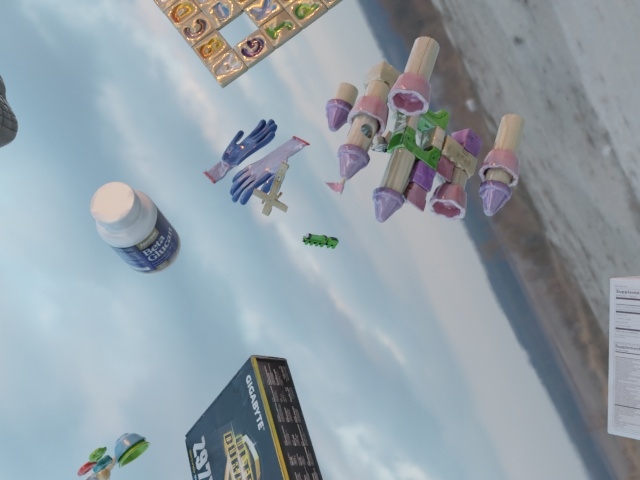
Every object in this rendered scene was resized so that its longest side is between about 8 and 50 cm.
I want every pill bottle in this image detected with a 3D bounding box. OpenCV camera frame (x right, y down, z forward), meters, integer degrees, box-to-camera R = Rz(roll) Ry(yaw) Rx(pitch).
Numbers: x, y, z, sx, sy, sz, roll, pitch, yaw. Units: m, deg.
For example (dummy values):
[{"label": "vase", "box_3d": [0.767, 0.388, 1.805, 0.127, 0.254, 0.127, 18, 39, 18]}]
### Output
[{"label": "pill bottle", "box_3d": [-0.283, -0.020, 1.358, 0.169, 0.094, 0.094, 64, -175, -62]}]

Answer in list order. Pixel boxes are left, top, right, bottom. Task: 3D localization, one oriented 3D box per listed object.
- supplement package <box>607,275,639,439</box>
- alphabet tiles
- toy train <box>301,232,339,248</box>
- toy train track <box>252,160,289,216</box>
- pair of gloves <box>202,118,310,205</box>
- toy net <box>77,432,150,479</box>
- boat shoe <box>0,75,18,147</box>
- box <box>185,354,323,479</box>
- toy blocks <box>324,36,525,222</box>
[{"label": "supplement package", "box_3d": [0.612, 0.192, 1.468, 0.199, 0.198, 0.262, -1, -88, -41]}, {"label": "alphabet tiles", "box_3d": [-0.100, -0.321, 1.122, 0.237, 0.198, 0.009, 52, 179, 29]}, {"label": "toy train", "box_3d": [0.000, 0.000, 1.699, 0.083, 0.023, 0.017, 10, -147, -39]}, {"label": "toy train track", "box_3d": [-0.053, -0.064, 1.084, 0.048, 0.083, 0.014, 30, -139, 5]}, {"label": "pair of gloves", "box_3d": [-0.112, -0.136, 1.508, 0.198, 0.159, 0.023, 35, 163, 52]}, {"label": "toy net", "box_3d": [-0.410, 0.441, 1.691, 0.045, 0.232, 0.122, 48, -138, 14]}, {"label": "boat shoe", "box_3d": [-0.705, -0.267, 1.826, 0.123, 0.116, 0.324, 55, -178, -40]}, {"label": "box", "box_3d": [-0.107, 0.389, 1.438, 0.079, 0.257, 0.322, 11, -137, -33]}, {"label": "toy blocks", "box_3d": [0.139, -0.124, 1.508, 0.289, 0.309, 0.260, 33, -118, -27]}]
